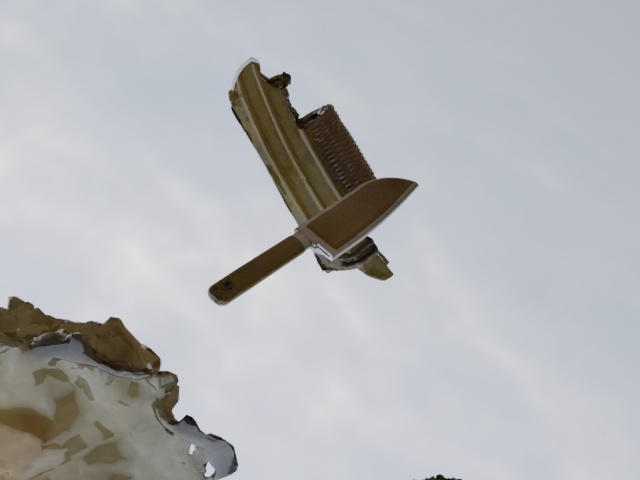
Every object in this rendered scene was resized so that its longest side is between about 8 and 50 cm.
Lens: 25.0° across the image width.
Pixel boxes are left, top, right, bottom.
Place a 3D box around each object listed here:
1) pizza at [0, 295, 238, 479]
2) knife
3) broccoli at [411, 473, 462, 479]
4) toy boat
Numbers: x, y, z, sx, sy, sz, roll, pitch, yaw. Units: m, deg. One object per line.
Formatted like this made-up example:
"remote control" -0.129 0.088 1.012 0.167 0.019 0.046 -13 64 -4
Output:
"pizza" -0.295 0.104 0.632 0.391 0.435 0.080 32 -147 -15
"knife" 0.000 0.001 1.284 0.046 0.022 0.256 38 -131 23
"broccoli" 0.062 0.183 0.668 0.138 0.162 0.146 -19 -79 -62
"toy boat" -0.003 -0.086 1.737 0.310 0.115 0.089 61 -179 -9
